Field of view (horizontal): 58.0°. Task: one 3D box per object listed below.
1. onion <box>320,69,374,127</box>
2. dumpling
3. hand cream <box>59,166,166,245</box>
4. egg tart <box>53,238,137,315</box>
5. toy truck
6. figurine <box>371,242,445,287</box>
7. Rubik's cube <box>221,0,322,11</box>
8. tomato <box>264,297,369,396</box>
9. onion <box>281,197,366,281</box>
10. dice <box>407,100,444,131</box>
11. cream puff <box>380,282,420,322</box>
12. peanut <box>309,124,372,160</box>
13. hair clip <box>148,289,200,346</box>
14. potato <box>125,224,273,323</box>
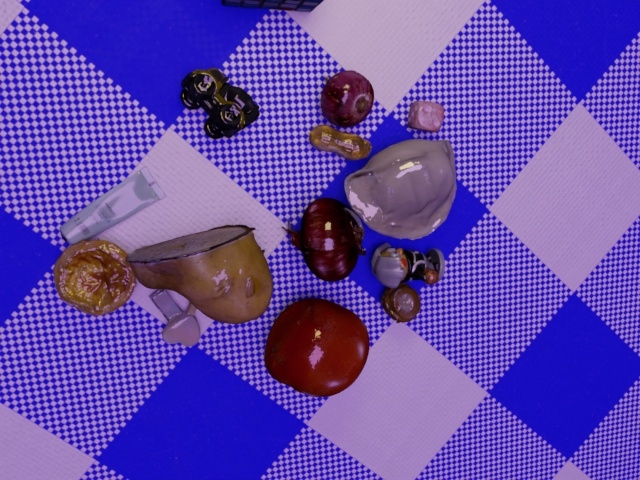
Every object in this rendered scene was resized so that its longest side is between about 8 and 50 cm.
[{"bbox_3d":[0.082,-0.438,1.791,0.177,0.153,0.177,-4,98,-29],"label":"onion"},{"bbox_3d":[0.279,-0.156,1.836,0.395,0.233,0.315,-18,96,-16],"label":"dumpling"},{"bbox_3d":[-0.635,-0.093,1.745,0.321,0.067,0.109,-34,105,-9],"label":"hand cream"},{"bbox_3d":[-0.679,0.108,1.745,0.241,0.106,0.240,-2,98,-13],"label":"egg tart"},{"bbox_3d":[-0.297,-0.421,1.721,0.224,0.147,0.165,50,64,-14],"label":"toy truck"},{"bbox_3d":[0.289,0.090,1.929,0.237,0.176,0.132,2,112,-17],"label":"figurine"},{"bbox_3d":[-0.126,-0.810,1.594,0.293,0.287,0.291,2,101,-14],"label":"Rubik's cube"},{"bbox_3d":[-0.011,0.336,1.827,0.293,0.325,0.289,23,98,-13],"label":"tomato"},{"bbox_3d":[0.000,0.000,1.810,0.285,0.273,0.272,-2,103,14],"label":"onion"},{"bbox_3d":[0.342,-0.404,1.882,0.094,0.093,0.091,6,99,-12],"label":"dice"},{"bbox_3d":[0.272,0.210,1.982,0.126,0.103,0.143,-33,107,-19],"label":"cream puff"},{"bbox_3d":[0.063,-0.310,1.841,0.207,0.087,0.087,14,97,-13],"label":"peanut"},{"bbox_3d":[-0.452,0.243,1.848,0.159,0.071,0.218,-34,110,-7],"label":"hair clip"},{"bbox_3d":[-0.342,0.133,1.733,0.397,0.290,0.295,-18,104,-12],"label":"potato"}]
